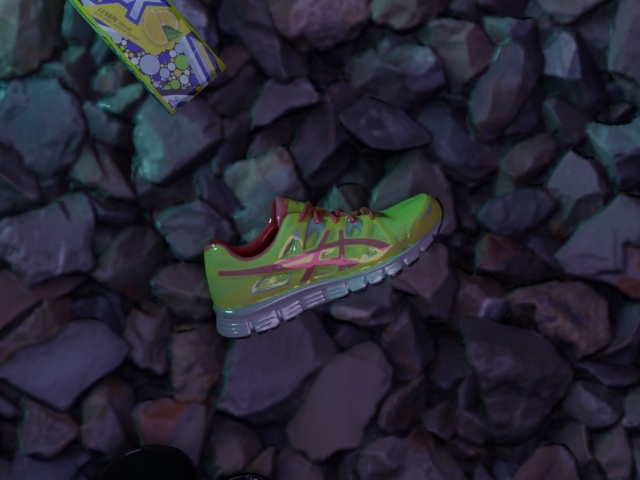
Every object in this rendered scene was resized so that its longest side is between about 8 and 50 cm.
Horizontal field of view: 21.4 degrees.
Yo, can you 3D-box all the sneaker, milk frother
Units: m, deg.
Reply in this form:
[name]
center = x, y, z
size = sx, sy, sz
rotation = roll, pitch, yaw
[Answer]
[sneaker]
center = 0.000, 0.000, 1.364
size = 0.208, 0.081, 0.094
rotation = -24, 100, -9
[milk frother]
center = -0.092, 0.242, 1.344
size = 0.143, 0.135, 0.129
rotation = -17, 131, -8

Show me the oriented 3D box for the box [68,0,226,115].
[box]
center = -0.152, -0.180, 1.319
size = 0.059, 0.054, 0.169
rotation = -42, 104, -4
